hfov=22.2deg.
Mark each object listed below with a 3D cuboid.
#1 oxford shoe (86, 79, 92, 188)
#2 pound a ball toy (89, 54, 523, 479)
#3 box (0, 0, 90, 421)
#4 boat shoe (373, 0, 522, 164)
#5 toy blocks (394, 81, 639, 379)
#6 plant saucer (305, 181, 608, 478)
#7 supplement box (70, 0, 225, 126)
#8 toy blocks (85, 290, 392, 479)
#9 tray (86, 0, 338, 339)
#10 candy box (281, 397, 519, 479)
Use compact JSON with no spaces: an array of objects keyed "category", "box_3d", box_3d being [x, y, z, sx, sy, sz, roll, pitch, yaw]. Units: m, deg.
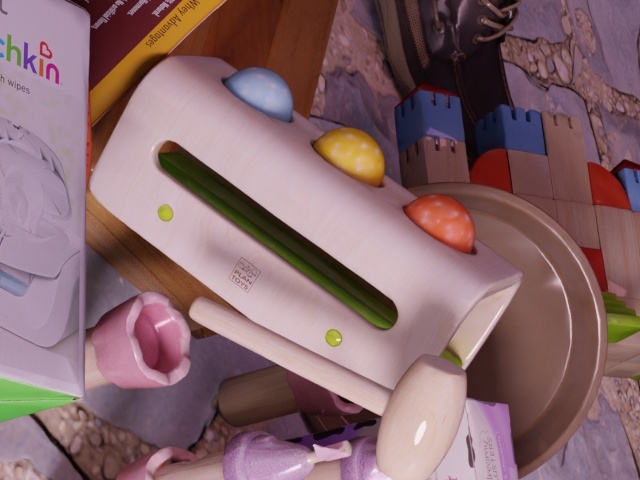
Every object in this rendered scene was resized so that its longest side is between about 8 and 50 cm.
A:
[{"category":"oxford shoe","box_3d":[-0.196,-0.032,1.053,0.097,0.271,0.098,17,31,-2]},{"category":"pound a ball toy","box_3d":[0.000,0.000,1.070,0.319,0.135,0.208,36,17,16]},{"category":"box","box_3d":[-0.257,-0.007,0.890,0.127,0.262,0.231,23,58,-49]},{"category":"boat shoe","box_3d":[0.135,-0.241,1.680,0.355,0.130,0.132,63,35,-13]},{"category":"toy blocks","box_3d":[0.205,-0.011,1.604,0.381,0.191,0.261,7,66,-28]},{"category":"plant saucer","box_3d":[0.110,0.085,1.413,0.041,0.278,0.278,-118,-176,-80]},{"category":"supplement box","box_3d":[-0.175,-0.214,1.122,0.194,0.191,0.129,33,47,-21]},{"category":"toy blocks","box_3d":[-0.018,0.196,1.140,0.289,0.260,0.309,16,62,-52]},{"category":"tray","box_3d":[-0.094,-0.144,1.359,0.203,0.076,0.411,45,41,-35]},{"category":"candy box","box_3d":[0.064,0.226,1.301,0.070,0.196,0.164,15,64,-52]}]
